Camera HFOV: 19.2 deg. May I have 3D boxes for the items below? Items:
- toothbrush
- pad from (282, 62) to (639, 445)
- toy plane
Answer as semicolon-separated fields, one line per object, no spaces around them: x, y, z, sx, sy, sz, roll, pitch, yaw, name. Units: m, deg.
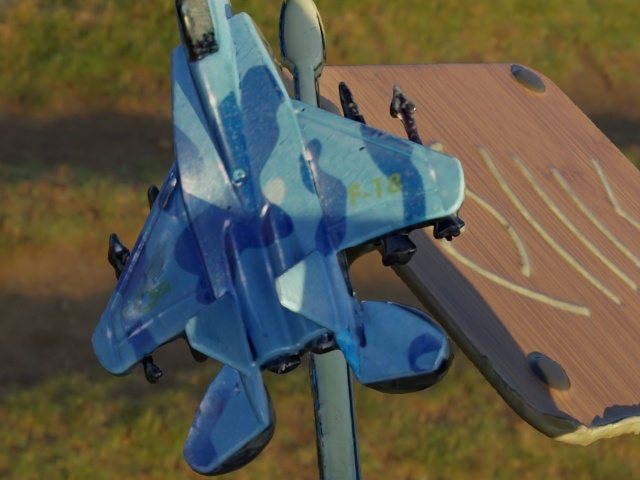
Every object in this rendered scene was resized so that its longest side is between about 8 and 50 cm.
0.000;-0.002;0.954;0.026;0.028;0.294;-6;59;2;toothbrush
0.125;-0.007;1.081;0.284;0.018;0.286;-7;48;-47;pad
-0.028;-0.035;0.763;0.078;0.169;0.246;41;29;-47;toy plane
